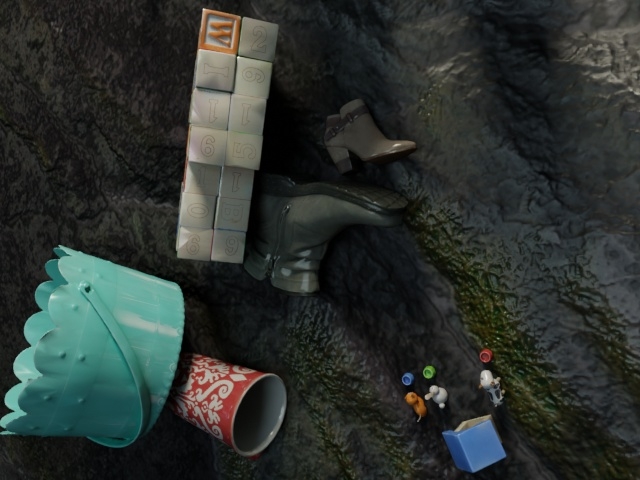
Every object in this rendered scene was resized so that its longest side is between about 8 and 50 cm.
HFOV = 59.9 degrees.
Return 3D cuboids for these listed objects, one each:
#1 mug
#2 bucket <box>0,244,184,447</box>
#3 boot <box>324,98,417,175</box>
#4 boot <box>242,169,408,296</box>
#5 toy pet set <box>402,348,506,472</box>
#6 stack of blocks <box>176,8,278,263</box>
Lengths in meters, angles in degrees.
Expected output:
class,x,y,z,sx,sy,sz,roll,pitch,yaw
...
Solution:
class,x,y,z,sx,sy,sz,roll,pitch,yaw
mug,-0.151,0.245,0.808,0.169,0.113,0.150,10,97,34
bucket,-0.329,0.158,0.810,0.281,0.183,0.281,-38,43,47
boot,0.057,-0.135,0.693,0.118,0.042,0.087,-15,78,25
boot,0.000,0.000,0.723,0.246,0.083,0.161,14,105,38
toy pet set,0.154,0.200,0.638,0.122,0.065,0.114,-28,79,31
stack of blocks,-0.130,-0.126,0.728,0.171,0.087,0.297,-139,56,-72
